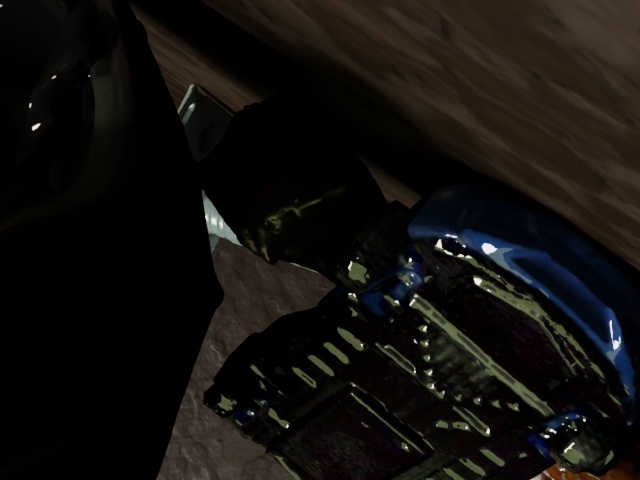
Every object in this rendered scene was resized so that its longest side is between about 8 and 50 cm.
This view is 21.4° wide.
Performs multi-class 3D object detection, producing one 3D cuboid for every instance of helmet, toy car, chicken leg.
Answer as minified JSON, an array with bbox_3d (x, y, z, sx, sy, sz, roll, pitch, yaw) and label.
[{"bbox_3d":[-0.149,0.044,0.574,0.225,0.305,0.177,3,138,29],"label":"helmet"},{"bbox_3d":[0.037,0.041,0.560,0.103,0.063,0.216,40,147,-4],"label":"toy car"},{"bbox_3d":[0.077,0.052,0.654,0.304,0.093,0.113,43,157,-14],"label":"chicken leg"}]

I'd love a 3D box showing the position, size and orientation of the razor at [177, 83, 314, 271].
[{"bbox_3d":[0.000,0.000,0.805,0.232,0.106,0.068,17,167,43],"label":"razor"}]
